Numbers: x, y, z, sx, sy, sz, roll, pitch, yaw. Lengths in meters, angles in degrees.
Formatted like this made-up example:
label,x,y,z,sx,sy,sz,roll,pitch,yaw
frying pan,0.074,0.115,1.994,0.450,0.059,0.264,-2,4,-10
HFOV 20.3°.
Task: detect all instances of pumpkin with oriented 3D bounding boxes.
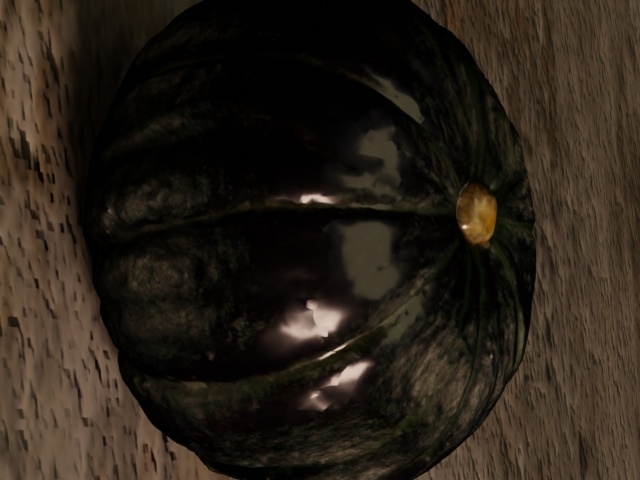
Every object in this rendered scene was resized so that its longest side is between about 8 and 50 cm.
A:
label,x,y,z,sx,sy,sz,roll,pitch,yaw
pumpkin,0.000,0.000,0.746,0.220,0.161,0.221,24,61,-54
